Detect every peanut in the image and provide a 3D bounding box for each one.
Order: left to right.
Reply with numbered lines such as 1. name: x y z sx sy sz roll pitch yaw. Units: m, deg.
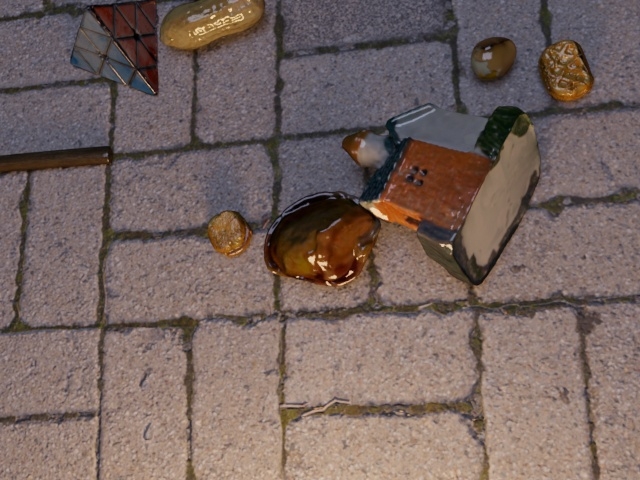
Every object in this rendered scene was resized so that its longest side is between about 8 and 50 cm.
1. peanut: -0.210 -0.428 1.597 0.214 0.090 0.098 -21 64 5

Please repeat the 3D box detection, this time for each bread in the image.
1. bread: -0.165 -0.015 1.493 0.083 0.046 0.081 25 86 16
2. bread: 0.424 -0.294 1.449 0.083 0.044 0.110 -18 74 8

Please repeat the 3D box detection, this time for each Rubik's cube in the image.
1. Rubik's cube: -0.416 -0.350 1.637 0.178 0.211 0.190 -17 95 30

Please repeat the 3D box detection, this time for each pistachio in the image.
1. pistachio: 0.000 0.000 1.411 0.210 0.130 0.165 -21 75 14

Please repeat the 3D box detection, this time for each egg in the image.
1. egg: 0.305 -0.322 1.469 0.083 0.071 0.071 -23 70 -8

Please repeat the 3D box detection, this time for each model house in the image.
1. model house: 0.177 -0.107 1.392 0.301 0.190 0.271 23 78 28

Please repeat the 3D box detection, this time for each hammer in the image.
1. hammer: -0.581 -0.151 1.623 0.366 0.043 0.111 -4 73 9
